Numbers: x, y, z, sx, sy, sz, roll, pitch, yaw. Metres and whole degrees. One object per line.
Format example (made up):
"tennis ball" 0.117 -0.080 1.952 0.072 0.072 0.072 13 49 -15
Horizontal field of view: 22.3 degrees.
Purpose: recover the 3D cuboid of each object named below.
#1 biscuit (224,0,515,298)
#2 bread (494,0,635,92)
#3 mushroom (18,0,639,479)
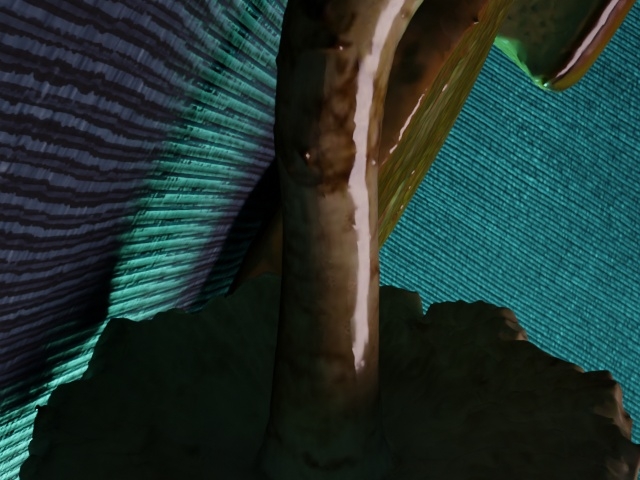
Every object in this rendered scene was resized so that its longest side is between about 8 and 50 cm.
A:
"biscuit" 0.017 -0.032 1.079 0.385 0.062 0.365 -54 173 -44
"bread" 0.264 -0.302 1.515 0.323 0.143 0.333 -57 177 11
"mushroom" -0.016 0.012 0.617 0.233 0.301 0.208 -18 -179 -33
